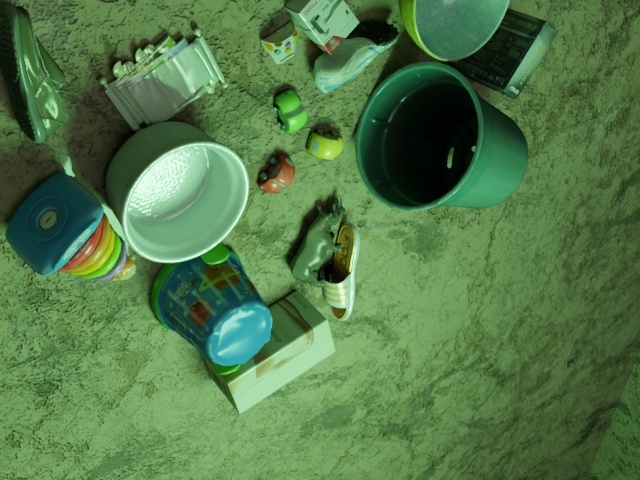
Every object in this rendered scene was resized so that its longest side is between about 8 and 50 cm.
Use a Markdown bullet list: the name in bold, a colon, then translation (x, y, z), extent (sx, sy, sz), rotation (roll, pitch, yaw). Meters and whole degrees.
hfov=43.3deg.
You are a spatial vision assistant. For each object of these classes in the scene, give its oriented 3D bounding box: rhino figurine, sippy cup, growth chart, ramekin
- **rhino figurine**: translation (0.000, 0.000, 2.000), extent (0.106, 0.073, 0.243), rotation (9, 111, -45)
- **sippy cup**: translation (-0.228, 0.157, 1.809), extent (0.240, 0.224, 0.305), rotation (-48, 137, -2)
- **growth chart**: translation (-0.303, -0.314, 1.577), extent (0.237, 0.021, 0.172), rotation (-35, 134, -16)
- **ramekin**: translation (-0.296, -0.104, 1.629), extent (0.277, 0.135, 0.277), rotation (-23, 135, -26)

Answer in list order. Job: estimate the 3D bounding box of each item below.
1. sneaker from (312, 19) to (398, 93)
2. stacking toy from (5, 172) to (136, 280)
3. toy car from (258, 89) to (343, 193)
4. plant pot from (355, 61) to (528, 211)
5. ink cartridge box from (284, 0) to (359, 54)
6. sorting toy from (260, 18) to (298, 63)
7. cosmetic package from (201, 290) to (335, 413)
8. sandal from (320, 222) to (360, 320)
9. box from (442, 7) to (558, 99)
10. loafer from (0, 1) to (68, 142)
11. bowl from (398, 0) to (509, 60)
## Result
- **sneaker**: translation (0.075, -0.411, 1.789), extent (0.237, 0.085, 0.086), rotation (-37, 164, -20)
- **stacking toy**: translation (-0.455, 0.018, 1.608), extent (0.175, 0.165, 0.302), rotation (-50, 151, -6)
- **toy car**: translation (-0.050, -0.231, 1.815), extent (0.239, 0.053, 0.225), rotation (-32, 134, -18)
- **plant pot**: translation (0.316, -0.219, 1.949), extent (0.334, 0.341, 0.341), rotation (9, 112, -51)
- **ink cartridge box**: translation (0.005, -0.474, 1.694), extent (0.099, 0.056, 0.135), rotation (-49, 137, -1)
- **sorting toy**: translation (-0.076, -0.407, 1.693), extent (0.083, 0.045, 0.075), rotation (-37, 154, -14)
- **cosmetic package**: translation (-0.129, 0.276, 2.024), extent (0.296, 0.153, 0.129), rotation (-31, 134, -21)
- **sandal**: translation (0.037, 0.081, 2.075), extent (0.076, 0.102, 0.266), rotation (-8, 114, -34)
- **box**: translation (0.422, -0.458, 1.920), extent (0.056, 0.231, 0.183), rotation (23, 101, -42)
- **loafer**: translation (-0.497, -0.294, 1.394), extent (0.087, 0.094, 0.251), rotation (-33, 140, -34)
- **bowl**: translation (0.269, -0.559, 1.780), extent (0.289, 0.156, 0.290), rotation (-21, 130, -27)
